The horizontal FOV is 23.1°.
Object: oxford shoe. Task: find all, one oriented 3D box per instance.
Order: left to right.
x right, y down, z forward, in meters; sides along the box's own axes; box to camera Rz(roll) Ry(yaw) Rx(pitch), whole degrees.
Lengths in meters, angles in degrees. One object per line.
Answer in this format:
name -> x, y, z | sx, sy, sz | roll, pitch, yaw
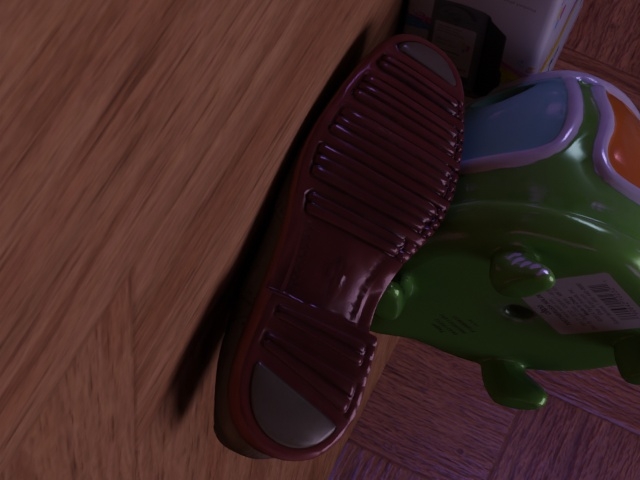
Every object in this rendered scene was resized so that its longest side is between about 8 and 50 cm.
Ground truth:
oxford shoe -> 0.000, 0.000, 1.174 | 0.130, 0.123, 0.348 | -22, -141, 62

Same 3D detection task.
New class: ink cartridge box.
ink cartridge box -> 0.170, -0.248, 1.355 | 0.306, 0.131, 0.226 | 97, 19, -59

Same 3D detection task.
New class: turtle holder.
turtle holder -> 0.163, -0.001, 1.307 | 0.320, 0.243, 0.228 | -41, -150, 58
